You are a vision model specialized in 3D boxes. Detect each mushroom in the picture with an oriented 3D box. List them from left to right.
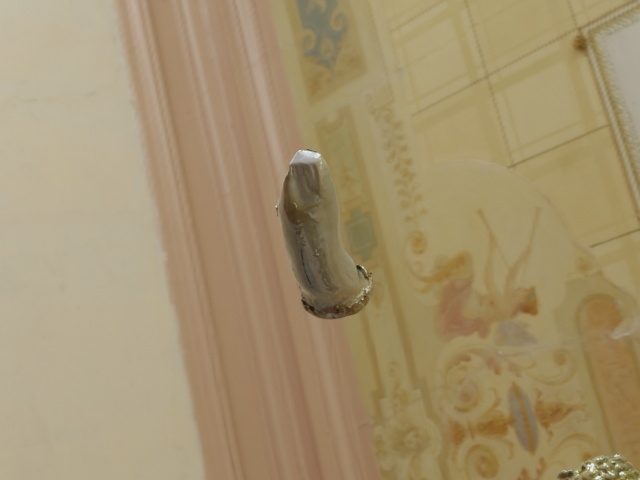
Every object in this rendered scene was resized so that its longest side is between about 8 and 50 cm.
[{"bbox_3d":[0.000,0.000,0.937,0.084,0.071,0.209,13,-40,28],"label":"mushroom"}]

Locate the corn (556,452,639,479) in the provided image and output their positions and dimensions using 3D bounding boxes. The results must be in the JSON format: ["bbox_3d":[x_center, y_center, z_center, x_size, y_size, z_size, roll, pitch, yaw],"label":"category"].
[{"bbox_3d":[0.181,0.193,0.466,0.063,0.085,0.165,-40,-120,23],"label":"corn"}]
